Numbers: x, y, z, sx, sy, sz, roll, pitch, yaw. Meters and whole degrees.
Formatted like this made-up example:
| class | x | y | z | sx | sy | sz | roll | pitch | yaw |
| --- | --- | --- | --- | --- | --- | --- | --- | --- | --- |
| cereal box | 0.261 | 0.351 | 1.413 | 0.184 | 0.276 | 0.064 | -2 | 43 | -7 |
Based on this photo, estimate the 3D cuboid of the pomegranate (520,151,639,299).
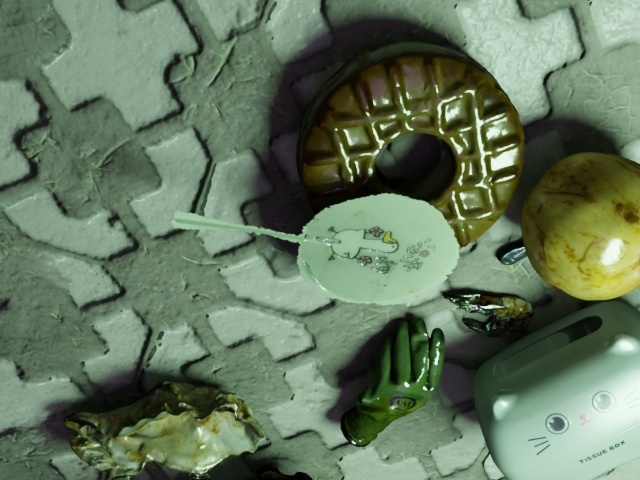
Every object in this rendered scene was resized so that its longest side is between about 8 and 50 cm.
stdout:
| class | x | y | z | sx | sy | sz | roll | pitch | yaw |
| --- | --- | --- | --- | --- | --- | --- | --- | --- | --- |
| pomegranate | 0.389 | -0.023 | 1.158 | 0.215 | 0.215 | 0.215 | -2 | 122 | -3 |

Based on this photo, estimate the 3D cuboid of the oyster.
| class | x | y | z | sx | sy | sz | roll | pitch | yaw |
| --- | --- | --- | --- | --- | --- | --- | --- | --- | --- |
| oyster | -0.264 | 0.328 | 1.359 | 0.337 | 0.133 | 0.197 | -14 | 124 | 7 |

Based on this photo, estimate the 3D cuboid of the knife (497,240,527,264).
| class | x | y | z | sx | sy | sz | roll | pitch | yaw |
| --- | --- | --- | --- | --- | --- | --- | --- | --- | --- |
| knife | 0.336 | 0.002 | 1.272 | 0.121 | 0.018 | 0.031 | -35 | 120 | 14 |

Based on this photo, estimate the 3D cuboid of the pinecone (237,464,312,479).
| class | x | y | z | sx | sy | sz | roll | pitch | yaw |
| --- | --- | --- | --- | --- | --- | --- | --- | --- | --- |
| pinecone | -0.082 | 0.592 | 1.407 | 0.398 | 0.397 | 0.397 | -2 | 122 | -3 |

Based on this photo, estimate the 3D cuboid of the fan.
| class | x | y | z | sx | sy | sz | roll | pitch | yaw |
| --- | --- | --- | --- | --- | --- | --- | --- | --- | --- |
| fan | 0.000 | -0.001 | 1.131 | 0.415 | 0.012 | 0.233 | 12 | 133 | -14 |

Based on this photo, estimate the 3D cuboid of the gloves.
| class | x | y | z | sx | sy | sz | roll | pitch | yaw |
| --- | --- | --- | --- | --- | --- | --- | --- | --- | --- |
| gloves | 0.128 | 0.249 | 1.363 | 0.135 | 0.107 | 0.268 | 2 | 125 | -43 |

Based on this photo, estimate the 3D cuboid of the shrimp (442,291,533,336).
| class | x | y | z | sx | sy | sz | roll | pitch | yaw |
| --- | --- | --- | --- | --- | --- | --- | --- | --- | --- |
| shrimp | 0.274 | 0.124 | 1.332 | 0.161 | 0.034 | 0.091 | 13 | 121 | -13 |

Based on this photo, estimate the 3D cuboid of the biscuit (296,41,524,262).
| class | x | y | z | sx | sy | sz | roll | pitch | yaw |
| --- | --- | --- | --- | --- | --- | --- | --- | --- | --- |
| biscuit | 0.126 | -0.115 | 1.133 | 0.332 | 0.103 | 0.332 | -2 | 121 | -3 |

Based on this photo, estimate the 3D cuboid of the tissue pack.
| class | x | y | z | sx | sy | sz | roll | pitch | yaw |
| --- | --- | --- | --- | --- | --- | --- | --- | --- | --- |
| tissue pack | 0.414 | 0.248 | 1.305 | 0.333 | 0.229 | 0.236 | -30 | 116 | 13 |
